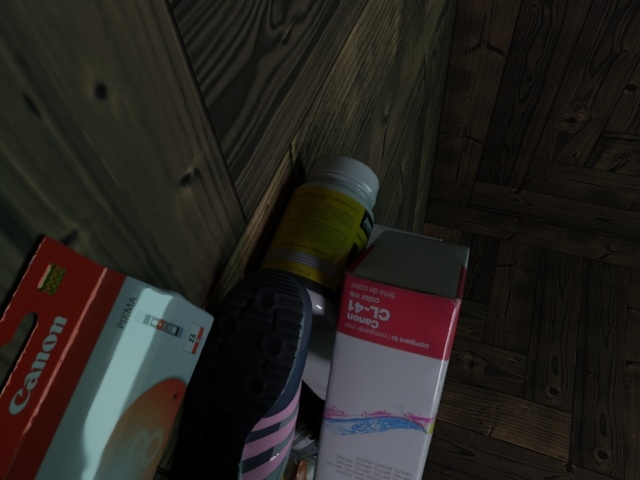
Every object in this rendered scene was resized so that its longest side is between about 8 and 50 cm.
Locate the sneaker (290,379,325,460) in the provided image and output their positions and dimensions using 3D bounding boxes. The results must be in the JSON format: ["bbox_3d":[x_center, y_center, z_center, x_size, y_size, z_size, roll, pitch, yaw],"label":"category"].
[{"bbox_3d":[-0.035,0.238,0.696,0.300,0.121,0.111,84,25,-52],"label":"sneaker"}]

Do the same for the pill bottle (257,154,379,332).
[{"bbox_3d":[0.000,0.000,0.617,0.119,0.119,0.208,76,32,-60],"label":"pill bottle"}]

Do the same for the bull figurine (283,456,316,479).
[{"bbox_3d":[-0.039,0.444,0.914,0.310,0.101,0.188,68,34,-69],"label":"bull figurine"}]

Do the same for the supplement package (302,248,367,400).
[{"bbox_3d":[0.069,0.175,0.910,0.293,0.175,0.177,87,23,-46],"label":"supplement package"}]

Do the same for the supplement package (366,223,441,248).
[{"bbox_3d":[0.155,0.093,1.107,0.149,0.194,0.203,82,27,-52],"label":"supplement package"}]

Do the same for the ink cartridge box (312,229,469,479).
[{"bbox_3d":[0.093,0.162,0.618,0.226,0.131,0.306,-36,138,-68],"label":"ink cartridge box"}]

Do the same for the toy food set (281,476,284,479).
[{"bbox_3d":[-0.116,0.377,0.657,0.218,0.071,0.128,-10,89,-76],"label":"toy food set"}]

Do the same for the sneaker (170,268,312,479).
[{"bbox_3d":[-0.071,0.175,0.528,0.131,0.112,0.319,-5,117,-64],"label":"sneaker"}]

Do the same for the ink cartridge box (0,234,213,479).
[{"bbox_3d":[-0.145,0.095,0.328,0.179,0.045,0.145,71,35,-68],"label":"ink cartridge box"}]
